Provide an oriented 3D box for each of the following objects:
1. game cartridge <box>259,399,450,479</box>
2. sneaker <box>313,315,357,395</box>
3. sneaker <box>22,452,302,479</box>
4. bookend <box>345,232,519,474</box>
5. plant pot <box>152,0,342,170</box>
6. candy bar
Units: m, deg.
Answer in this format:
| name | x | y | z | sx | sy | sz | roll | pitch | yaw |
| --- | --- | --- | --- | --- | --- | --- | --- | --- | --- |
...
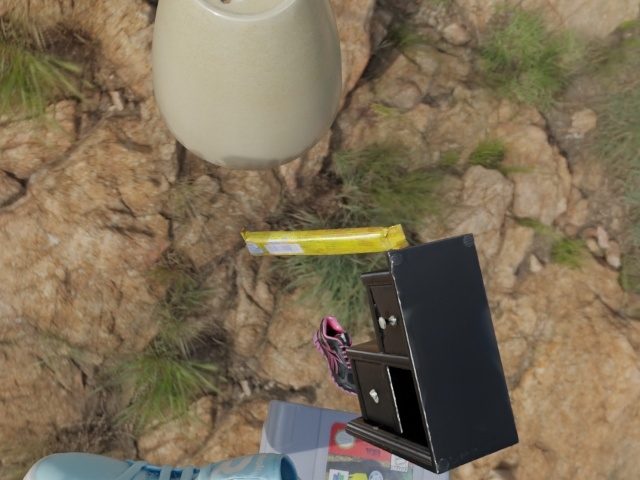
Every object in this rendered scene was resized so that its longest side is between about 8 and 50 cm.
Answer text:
| name | x | y | z | sx | sy | sz | roll | pitch | yaw |
| --- | --- | --- | --- | --- | --- | --- | --- | --- | --- |
| game cartridge | 0.052 | 0.335 | 0.852 | 0.294 | 0.060 | 0.195 | 16 | 73 | -25 |
| sneaker | 0.030 | 0.147 | 0.829 | 0.047 | 0.119 | 0.057 | -16 | 140 | -29 |
| sneaker | -0.092 | 0.245 | 0.585 | 0.366 | 0.135 | 0.150 | 19 | 98 | 2 |
| bookend | 0.067 | 0.084 | 0.511 | 0.072 | 0.156 | 0.157 | -12 | 89 | -22 |
| plant pot | -0.087 | -0.241 | 0.734 | 0.257 | 0.274 | 0.256 | 1 | 80 | -5 |
| candy bar | 0.000 | 0.000 | 0.599 | 0.040 | 0.162 | 0.018 | 62 | 31 | -57 |
